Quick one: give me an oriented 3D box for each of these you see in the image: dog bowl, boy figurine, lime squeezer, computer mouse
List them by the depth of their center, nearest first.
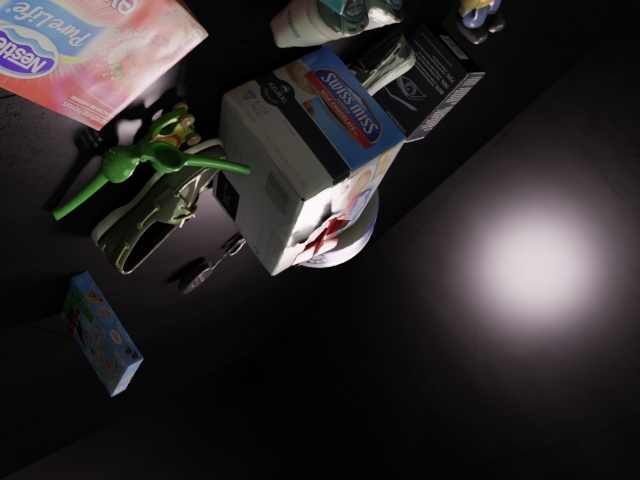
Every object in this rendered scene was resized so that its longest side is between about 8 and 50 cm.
[{"bbox_3d":[-0.258,-0.101,0.916,0.310,0.059,0.110,-15,132,-13],"label":"lime squeezer"},{"bbox_3d":[0.357,-0.517,1.203,0.177,0.092,0.285,-34,171,-8],"label":"boy figurine"},{"bbox_3d":[-0.002,-0.080,1.362,0.264,0.265,0.104,-35,166,-13],"label":"dog bowl"},{"bbox_3d":[-0.284,0.050,1.600,0.242,0.041,0.071,-41,168,-16],"label":"computer mouse"}]

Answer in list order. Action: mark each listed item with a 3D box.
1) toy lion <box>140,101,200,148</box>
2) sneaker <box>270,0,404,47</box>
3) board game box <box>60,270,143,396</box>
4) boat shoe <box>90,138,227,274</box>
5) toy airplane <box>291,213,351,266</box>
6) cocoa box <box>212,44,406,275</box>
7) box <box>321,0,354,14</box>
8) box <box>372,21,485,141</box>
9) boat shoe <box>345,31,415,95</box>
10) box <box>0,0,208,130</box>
[{"bbox_3d":[-0.239,-0.162,0.938,0.096,0.034,0.100,-28,166,-11],"label":"toy lion"},{"bbox_3d":[0.031,-0.350,0.886,0.129,0.111,0.297,-9,-162,34],"label":"sneaker"},{"bbox_3d":[-0.442,0.189,1.210,0.039,0.211,0.160,-27,164,-42],"label":"board game box"},{"bbox_3d":[-0.266,-0.057,1.048,0.305,0.091,0.109,-37,171,18],"label":"boat shoe"},{"bbox_3d":[0.000,0.000,1.107,0.151,0.028,0.151,-36,169,-8],"label":"toy airplane"},{"bbox_3d":[-0.040,-0.134,1.123,0.228,0.231,0.347,-32,167,-24],"label":"cocoa box"},{"bbox_3d":[0.074,-0.389,0.733,0.244,0.060,0.100,-54,176,-29],"label":"box"},{"bbox_3d":[0.222,-0.340,1.316,0.207,0.153,0.108,-45,167,35],"label":"box"},{"bbox_3d":[0.079,-0.323,1.184,0.219,0.078,0.070,-36,134,8],"label":"boat shoe"},{"bbox_3d":[-0.236,-0.215,0.459,0.154,0.142,0.300,-38,168,7],"label":"box"}]
